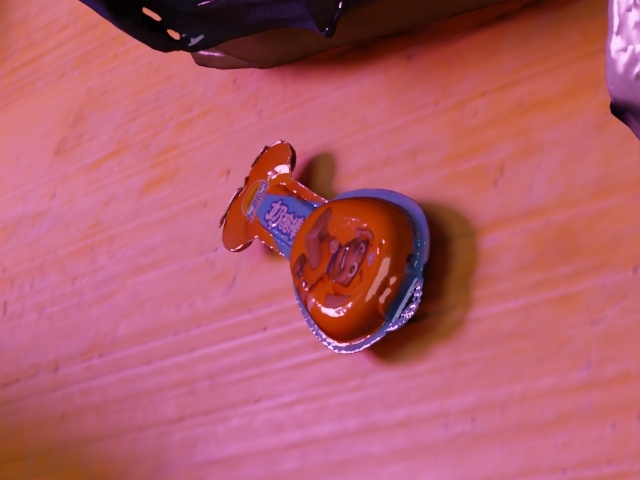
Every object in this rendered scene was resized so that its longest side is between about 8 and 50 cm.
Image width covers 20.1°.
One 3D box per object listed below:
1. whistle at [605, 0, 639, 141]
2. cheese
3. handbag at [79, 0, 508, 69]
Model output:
[{"bbox_3d":[0.163,-0.078,0.228,0.289,0.163,0.164,14,79,55],"label":"whistle"},{"bbox_3d":[0.001,0.000,0.518,0.047,0.017,0.111,-59,33,2],"label":"cheese"},{"bbox_3d":[-0.037,-0.190,0.496,0.263,0.241,0.222,-3,64,54],"label":"handbag"}]
